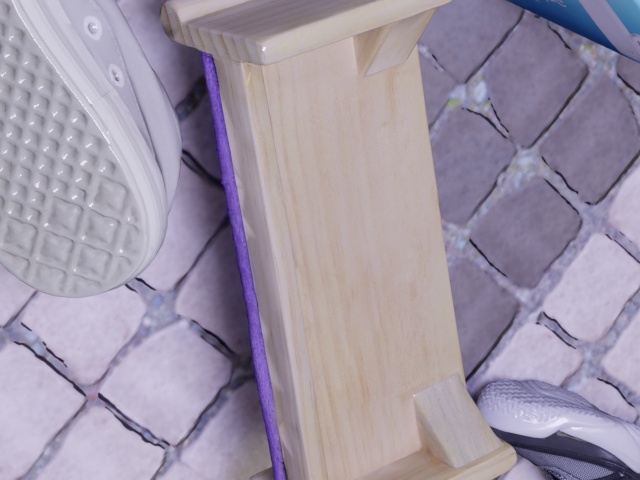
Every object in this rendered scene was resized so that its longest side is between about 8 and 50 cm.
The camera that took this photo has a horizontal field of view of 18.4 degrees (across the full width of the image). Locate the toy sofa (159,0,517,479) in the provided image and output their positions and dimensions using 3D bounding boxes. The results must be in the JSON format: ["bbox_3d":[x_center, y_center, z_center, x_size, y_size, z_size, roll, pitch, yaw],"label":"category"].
[{"bbox_3d":[0.000,0.000,1.289,0.150,0.177,0.362,-22,116,-29],"label":"toy sofa"}]

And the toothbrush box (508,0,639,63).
[{"bbox_3d":[0.142,-0.254,1.238,0.126,0.216,0.295,-50,134,-5],"label":"toothbrush box"}]

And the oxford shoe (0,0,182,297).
[{"bbox_3d":[-0.214,-0.177,1.168,0.169,0.130,0.449,-20,109,21],"label":"oxford shoe"}]

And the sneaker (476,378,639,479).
[{"bbox_3d":[0.210,0.207,1.519,0.269,0.101,0.153,21,93,-34],"label":"sneaker"}]
